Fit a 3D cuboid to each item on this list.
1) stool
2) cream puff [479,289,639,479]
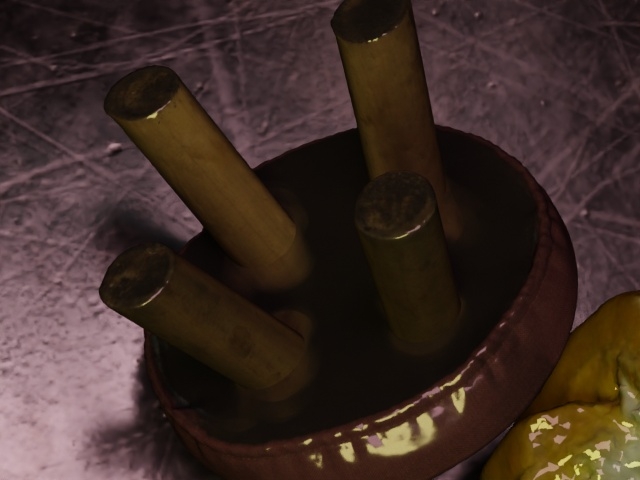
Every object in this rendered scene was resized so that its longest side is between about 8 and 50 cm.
[{"bbox_3d":[0.000,0.000,1.144,0.272,0.178,0.272,-15,45,16],"label":"stool"},{"bbox_3d":[0.246,0.171,1.156,0.323,0.274,0.270,-47,48,-3],"label":"cream puff"}]
